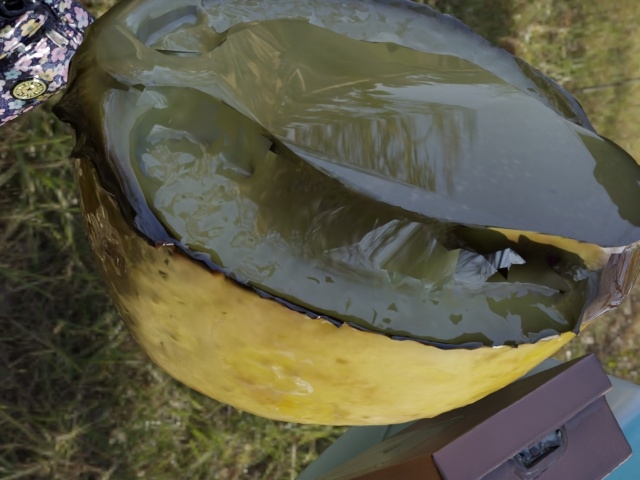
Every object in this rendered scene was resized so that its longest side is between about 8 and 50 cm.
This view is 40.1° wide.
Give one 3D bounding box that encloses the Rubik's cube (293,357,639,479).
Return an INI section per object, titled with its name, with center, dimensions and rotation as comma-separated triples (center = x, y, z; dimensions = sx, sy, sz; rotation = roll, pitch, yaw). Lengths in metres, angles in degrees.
[Rubik's cube]
center = 0.212, 0.356, 0.987
dimensions = 0.351, 0.347, 0.352
rotation = -30, 105, -25

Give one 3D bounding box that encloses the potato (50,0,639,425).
[potato]
center = 0.000, 0.000, 0.478
dimensions = 0.242, 0.285, 0.242
rotation = -177, -90, -74

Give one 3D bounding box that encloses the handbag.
[handbag]
center = -0.393, -0.253, 1.104
dimensions = 0.208, 0.229, 0.126
rotation = 43, 24, -70

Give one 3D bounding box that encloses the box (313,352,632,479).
[box]
center = 0.104, 0.188, 0.696
dimensions = 0.215, 0.215, 0.086
rotation = -18, 79, -42
